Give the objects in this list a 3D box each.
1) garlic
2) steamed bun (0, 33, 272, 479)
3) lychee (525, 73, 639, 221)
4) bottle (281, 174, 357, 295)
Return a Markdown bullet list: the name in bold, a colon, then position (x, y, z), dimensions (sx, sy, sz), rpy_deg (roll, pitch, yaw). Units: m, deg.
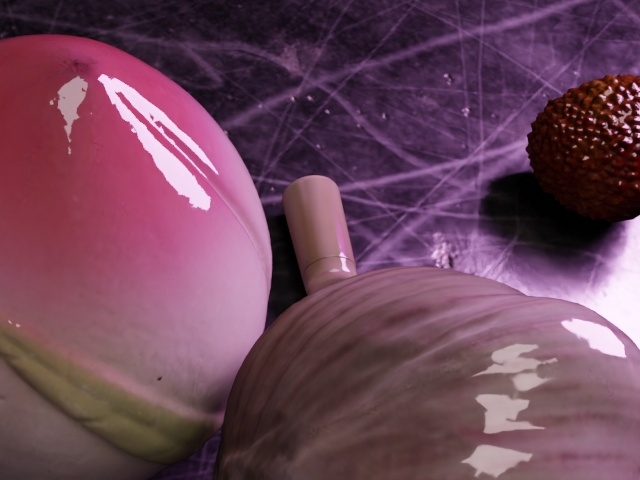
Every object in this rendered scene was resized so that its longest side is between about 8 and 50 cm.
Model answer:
- **garlic**: position (0.052, 0.153, 1.051), dimensions (0.259, 0.317, 0.317), rpy_deg (-12, 54, -20)
- **steamed bun**: position (-0.166, -0.003, 1.126), dimensions (0.309, 0.309, 0.309), rpy_deg (11, 47, -11)
- **lychee**: position (0.231, -0.075, 1.454), dimensions (0.129, 0.123, 0.123), rpy_deg (8, 47, -15)
- **bottle**: position (0.000, 0.000, 1.354), dimensions (0.045, 0.045, 0.096), rpy_deg (2, 51, -19)
